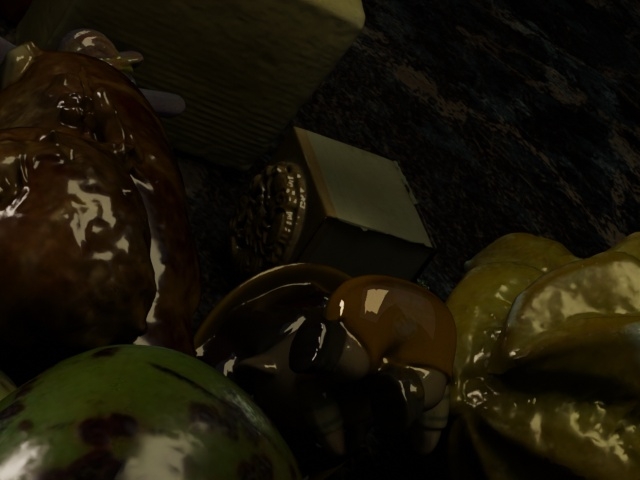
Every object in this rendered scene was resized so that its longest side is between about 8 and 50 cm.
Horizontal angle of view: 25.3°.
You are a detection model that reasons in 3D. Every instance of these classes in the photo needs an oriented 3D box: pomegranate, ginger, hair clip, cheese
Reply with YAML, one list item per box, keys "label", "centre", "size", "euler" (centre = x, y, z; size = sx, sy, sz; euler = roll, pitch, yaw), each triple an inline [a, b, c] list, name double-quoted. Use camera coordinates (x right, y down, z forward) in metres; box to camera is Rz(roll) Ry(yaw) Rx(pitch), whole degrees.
- label: "pomegranate"
  centre: [-0.138, 0.151, 0.830]
  size: [0.242, 0.242, 0.306]
  euler: [-2, 46, -51]
- label: "ginger"
  centre: [-0.198, -0.039, 1.061]
  size: [0.254, 0.176, 0.418]
  euler: [62, 3, -40]
- label: "hair clip"
  centre: [-0.252, -0.133, 1.300]
  size: [0.278, 0.137, 0.090]
  euler: [16, -10, -22]
- label: "cheese"
  centre: [-0.131, -0.213, 1.409]
  size: [0.265, 0.242, 0.124]
  euler: [20, 42, -31]

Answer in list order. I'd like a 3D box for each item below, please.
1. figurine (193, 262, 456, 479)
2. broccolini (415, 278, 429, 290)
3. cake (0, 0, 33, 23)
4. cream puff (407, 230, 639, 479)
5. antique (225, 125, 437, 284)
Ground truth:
- label: "figurine"
  centre: [0.001, 0.095, 1.075]
  size: [0.192, 0.257, 0.167]
  euler: [18, 62, -29]
- label: "broccolini"
  centre: [0.111, 0.091, 1.450]
  size: [0.030, 0.035, 0.140]
  euler: [19, 33, -25]
- label: "cake"
  centre: [-0.352, -0.320, 1.472]
  size: [0.287, 0.135, 0.098]
  euler: [28, 42, 3]
- label: "cream puff"
  centre: [0.207, 0.156, 1.180]
  size: [0.275, 0.378, 0.378]
  euler: [-19, 56, -25]
- label: "antique"
  centre: [0.000, 0.000, 1.340]
  size: [0.148, 0.146, 0.152]
  euler: [19, 31, -29]
